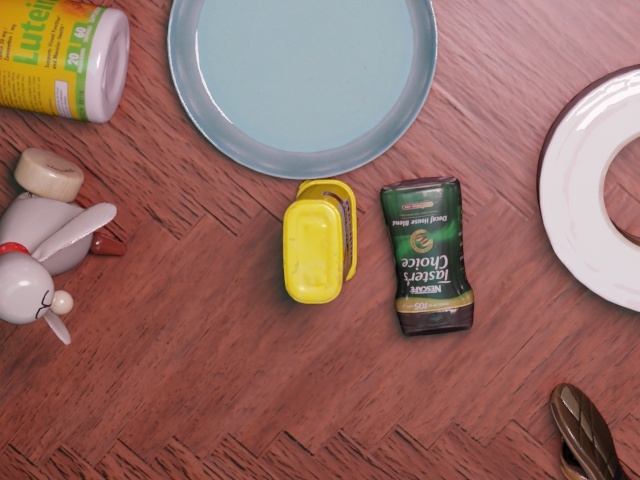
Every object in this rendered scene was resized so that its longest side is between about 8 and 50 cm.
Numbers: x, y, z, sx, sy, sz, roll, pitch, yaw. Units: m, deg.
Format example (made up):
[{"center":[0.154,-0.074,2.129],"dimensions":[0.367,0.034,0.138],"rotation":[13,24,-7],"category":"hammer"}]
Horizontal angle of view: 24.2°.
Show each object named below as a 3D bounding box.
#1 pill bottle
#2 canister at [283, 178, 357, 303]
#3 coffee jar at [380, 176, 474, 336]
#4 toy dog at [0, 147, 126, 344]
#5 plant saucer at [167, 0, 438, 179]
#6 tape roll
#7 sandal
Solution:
[{"center":[-0.357,-0.222,1.743],"dimensions":[0.246,0.136,0.136],"rotation":[10,100,4],"category":"pill bottle"},{"center":[0.000,0.000,1.725],"dimensions":[0.073,0.170,0.126],"rotation":[0,99,6],"category":"canister"},{"center":[0.128,0.020,1.762],"dimensions":[0.096,0.079,0.184],"rotation":[-7,99,7],"category":"coffee jar"},{"center":[-0.300,0.027,1.715],"dimensions":[0.161,0.333,0.220],"rotation":[19,126,-14],"category":"toy dog"},{"center":[-0.020,-0.232,1.755],"dimensions":[0.318,0.043,0.317],"rotation":[1,100,6],"category":"plant saucer"},{"center":[0.392,-0.063,1.711],"dimensions":[0.286,0.100,0.286],"rotation":[1,99,6],"category":"tape roll"},{"center":[0.326,0.275,1.792],"dimensions":[0.060,0.090,0.219],"rotation":[-25,104,31],"category":"sandal"}]
